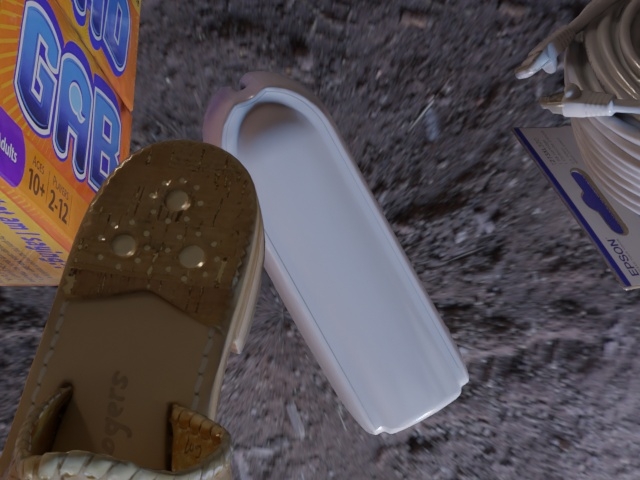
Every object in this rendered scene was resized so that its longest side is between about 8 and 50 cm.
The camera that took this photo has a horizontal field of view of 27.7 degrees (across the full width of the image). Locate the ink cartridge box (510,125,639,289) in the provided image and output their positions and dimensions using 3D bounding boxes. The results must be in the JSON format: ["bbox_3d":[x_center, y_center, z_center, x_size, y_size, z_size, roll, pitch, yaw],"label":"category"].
[{"bbox_3d":[0.330,-0.023,1.116,0.370,0.069,0.176,-3,49,-36],"label":"ink cartridge box"}]

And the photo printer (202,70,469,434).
[{"bbox_3d":[0.000,0.000,1.109,0.107,0.256,0.308,-29,94,-3],"label":"photo printer"}]

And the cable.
[{"bbox_3d":[0.289,-0.105,0.841,0.257,0.089,0.257,24,52,32],"label":"cable"}]

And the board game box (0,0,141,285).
[{"bbox_3d":[-0.381,-0.173,1.144,0.356,0.356,0.356,0,73,7],"label":"board game box"}]

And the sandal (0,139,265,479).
[{"bbox_3d":[-0.063,0.062,0.364,0.088,0.079,0.240,3,61,7],"label":"sandal"}]
